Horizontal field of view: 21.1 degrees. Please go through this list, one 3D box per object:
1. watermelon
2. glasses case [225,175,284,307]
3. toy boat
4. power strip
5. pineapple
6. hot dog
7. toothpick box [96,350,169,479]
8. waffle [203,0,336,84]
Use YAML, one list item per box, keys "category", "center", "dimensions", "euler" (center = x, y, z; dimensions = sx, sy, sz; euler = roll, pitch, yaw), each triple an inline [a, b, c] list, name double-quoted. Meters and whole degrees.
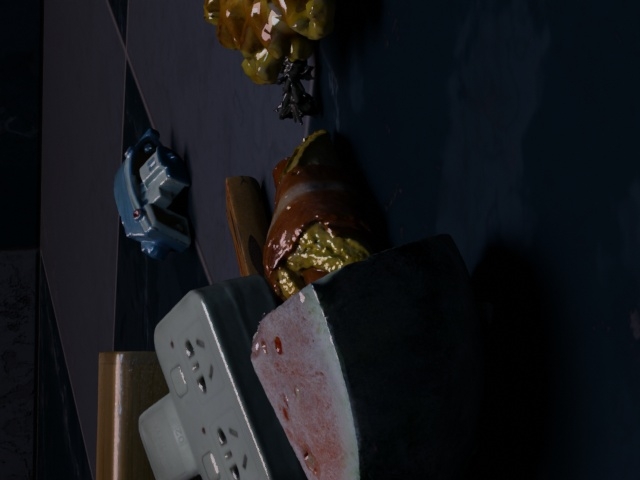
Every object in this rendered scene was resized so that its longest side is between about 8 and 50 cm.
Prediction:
- category: "watermelon"
  center: [0.061, 0.117, 1.229]
  dimensions: [0.188, 0.175, 0.322]
  euler: [62, 177, 8]
- category: "glasses case"
  center: [-0.069, 0.013, 1.842]
  dimensions: [0.064, 0.041, 0.170]
  euler: [94, 164, -52]
- category: "toy boat"
  center: [-0.212, -0.075, 2.302]
  dimensions: [0.102, 0.088, 0.215]
  euler: [-44, 40, 24]
- category: "power strip"
  center: [-0.080, 0.176, 1.783]
  dimensions: [0.261, 0.141, 0.229]
  euler: [-43, 64, 59]
- category: "pineapple"
  center: [-0.025, -0.171, 1.642]
  dimensions: [0.058, 0.058, 0.124]
  euler: [172, 87, -74]
- category: "hot dog"
  center: [-0.005, 0.003, 1.510]
  dimensions: [0.261, 0.093, 0.123]
  euler: [-112, 25, -49]
- category: "toothpick box"
  center: [-0.194, 0.290, 2.112]
  dimensions: [0.187, 0.190, 0.308]
  euler: [166, 106, -75]
- category: "waffle"
  center: [-0.036, -0.303, 1.539]
  dimensions: [0.302, 0.068, 0.325]
  euler: [24, 103, 65]
